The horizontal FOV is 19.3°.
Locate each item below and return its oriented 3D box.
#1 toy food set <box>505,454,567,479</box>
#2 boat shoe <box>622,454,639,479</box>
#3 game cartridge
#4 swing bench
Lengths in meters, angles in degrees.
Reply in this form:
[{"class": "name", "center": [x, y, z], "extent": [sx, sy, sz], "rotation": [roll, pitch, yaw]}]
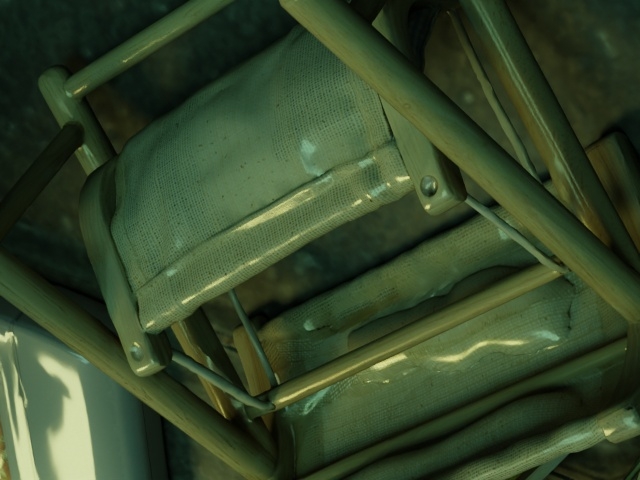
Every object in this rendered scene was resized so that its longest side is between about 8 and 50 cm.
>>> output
[{"class": "toy food set", "center": [0.068, 0.158, 0.934], "extent": [0.071, 0.128, 0.218], "rotation": [55, 141, -5]}, {"class": "boat shoe", "center": [0.163, 0.179, 0.943], "extent": [0.104, 0.089, 0.285], "rotation": [25, 125, 9]}, {"class": "game cartridge", "center": [-0.233, 0.100, 1.104], "extent": [0.297, 0.062, 0.198], "rotation": [7, 124, 21]}, {"class": "swing bench", "center": [0.000, 0.000, 0.877], "extent": [0.253, 0.165, 0.255], "rotation": [-27, 109, 33]}]
